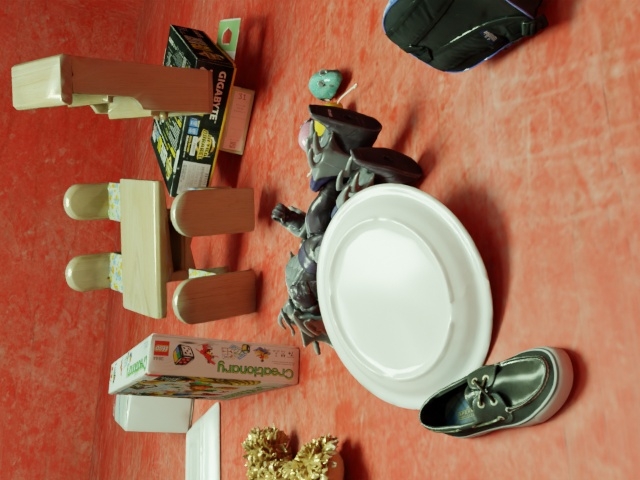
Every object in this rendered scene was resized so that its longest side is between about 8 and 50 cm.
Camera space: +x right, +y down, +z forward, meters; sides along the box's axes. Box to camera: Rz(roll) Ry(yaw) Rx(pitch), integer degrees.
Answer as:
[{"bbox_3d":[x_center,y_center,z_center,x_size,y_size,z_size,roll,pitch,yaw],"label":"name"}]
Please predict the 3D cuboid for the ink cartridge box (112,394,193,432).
[{"bbox_3d":[-0.337,0.309,1.357,0.176,0.128,0.127,166,111,-65],"label":"ink cartridge box"}]

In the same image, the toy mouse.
[{"bbox_3d":[-0.004,-0.168,0.874,0.143,0.031,0.161,-103,27,-49],"label":"toy mouse"}]

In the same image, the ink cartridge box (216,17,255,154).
[{"bbox_3d":[-0.170,-0.293,1.276,0.171,0.056,0.234,-143,64,-64],"label":"ink cartridge box"}]

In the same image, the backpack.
[{"bbox_3d":[0.114,-0.195,0.544,0.114,0.105,0.084,-30,32,62],"label":"backpack"}]

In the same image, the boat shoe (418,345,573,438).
[{"bbox_3d":[0.122,0.115,0.489,0.142,0.040,0.049,130,142,-51],"label":"boat shoe"}]

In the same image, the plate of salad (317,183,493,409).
[{"bbox_3d":[0.072,0.049,0.597,0.200,0.048,0.199,9,103,47],"label":"plate of salad"}]

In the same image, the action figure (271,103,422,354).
[{"bbox_3d":[0.000,0.000,0.743,0.185,0.099,0.285,65,143,43],"label":"action figure"}]

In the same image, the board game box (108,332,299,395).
[{"bbox_3d":[-0.178,0.187,0.958,0.305,0.193,0.053,146,128,-60],"label":"board game box"}]

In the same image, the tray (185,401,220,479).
[{"bbox_3d":[-0.202,0.422,1.137,0.145,0.030,0.270,-48,40,51],"label":"tray"}]

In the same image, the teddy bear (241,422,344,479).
[{"bbox_3d":[-0.067,0.332,0.760,0.338,0.113,0.244,154,124,-62],"label":"teddy bear"}]

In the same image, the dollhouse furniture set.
[{"bbox_3d":[-0.315,-0.073,1.067,0.362,0.257,0.393,8,100,45],"label":"dollhouse furniture set"}]

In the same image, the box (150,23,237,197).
[{"bbox_3d":[-0.256,-0.256,1.302,0.322,0.080,0.257,-127,46,-57],"label":"box"}]
